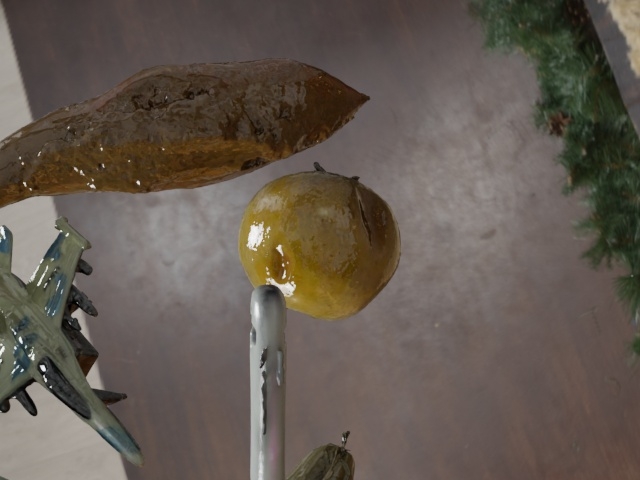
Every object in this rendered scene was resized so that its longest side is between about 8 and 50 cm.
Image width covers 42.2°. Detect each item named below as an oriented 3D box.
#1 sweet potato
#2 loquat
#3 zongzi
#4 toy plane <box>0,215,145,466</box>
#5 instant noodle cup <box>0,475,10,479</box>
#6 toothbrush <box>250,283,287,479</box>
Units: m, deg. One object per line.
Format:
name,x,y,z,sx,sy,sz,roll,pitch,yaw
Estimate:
sweet potato,-0.072,-0.049,0.382,0.205,0.068,0.060,-16,110,-9
loquat,0.005,0.001,1.069,0.213,0.213,0.213,-1,87,21
zongzi,-0.052,0.306,1.017,0.178,0.081,0.189,14,68,-2
toy plane,-0.220,0.098,0.695,0.262,0.088,0.192,37,100,20
instant noodle cup,-0.361,0.352,0.651,0.293,0.294,0.308,35,96,18
toothbrush,-0.038,0.220,0.423,0.040,0.042,0.418,-1,107,-7
